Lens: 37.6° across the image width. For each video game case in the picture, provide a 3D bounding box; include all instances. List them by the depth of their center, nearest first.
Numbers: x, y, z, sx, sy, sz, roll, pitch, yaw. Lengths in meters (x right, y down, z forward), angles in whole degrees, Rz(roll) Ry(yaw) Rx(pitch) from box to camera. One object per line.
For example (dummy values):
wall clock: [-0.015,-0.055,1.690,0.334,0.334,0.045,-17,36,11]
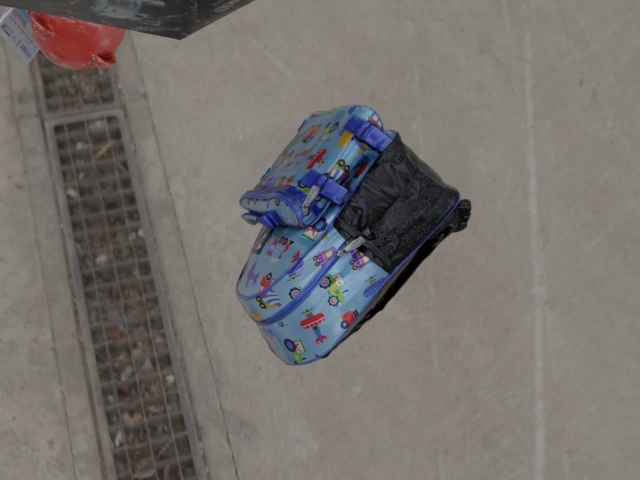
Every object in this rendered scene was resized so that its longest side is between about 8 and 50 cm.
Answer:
video game case: [-0.486,-0.372,1.583,0.011,0.087,0.122,13,62,35]

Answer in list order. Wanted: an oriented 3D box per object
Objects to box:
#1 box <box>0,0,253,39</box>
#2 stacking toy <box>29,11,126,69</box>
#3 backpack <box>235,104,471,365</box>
box: [-0.128,-0.206,0.622,0.158,0.156,0.093,4,85,-33]
stacking toy: [-0.295,-0.312,0.879,0.309,0.279,0.130,17,37,-22]
backpack: [0.000,0.000,0.695,0.117,0.158,0.173,41,85,-18]
